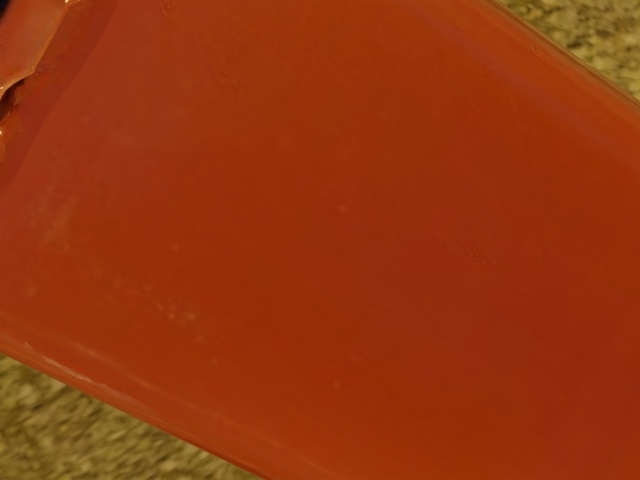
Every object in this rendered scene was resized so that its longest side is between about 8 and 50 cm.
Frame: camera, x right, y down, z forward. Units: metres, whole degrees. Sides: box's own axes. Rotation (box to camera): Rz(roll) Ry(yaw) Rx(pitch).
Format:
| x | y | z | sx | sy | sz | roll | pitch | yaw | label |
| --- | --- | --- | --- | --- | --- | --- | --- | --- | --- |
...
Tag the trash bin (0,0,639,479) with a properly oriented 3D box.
| x | y | z | sx | sy | sz | roll | pitch | yaw | label |
| --- | --- | --- | --- | --- | --- | --- | --- | --- | --- |
| 0.000 | 0.000 | 0.427 | 0.239 | 0.161 | 0.184 | 33 | 102 | -3 | trash bin |
